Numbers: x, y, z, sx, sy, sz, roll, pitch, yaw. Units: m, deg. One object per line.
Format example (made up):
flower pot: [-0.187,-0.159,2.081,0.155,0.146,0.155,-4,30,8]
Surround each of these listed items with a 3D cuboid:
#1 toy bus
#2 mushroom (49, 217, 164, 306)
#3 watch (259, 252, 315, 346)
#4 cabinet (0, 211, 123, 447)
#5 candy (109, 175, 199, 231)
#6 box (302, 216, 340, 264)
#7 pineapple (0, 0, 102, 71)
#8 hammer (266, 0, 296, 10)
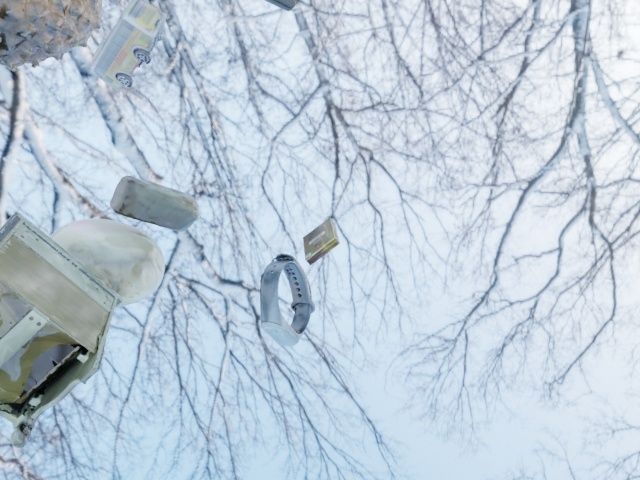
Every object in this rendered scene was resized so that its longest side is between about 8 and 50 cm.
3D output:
toy bus: [-0.439,-0.439,1.406,0.268,0.106,0.092,-21,-136,52]
mushroom: [-0.592,0.064,1.688,0.315,0.315,0.356,-49,-168,-28]
watch: [-0.080,0.147,1.495,0.069,0.206,0.192,-1,-120,24]
cabinet: [-0.576,0.161,1.173,0.227,0.290,0.318,-41,-158,5]
candy: [-0.439,-0.098,1.661,0.102,0.234,0.104,41,-74,48]
box: [0.000,0.000,1.487,0.090,0.023,0.133,-39,-159,11]
pineapple: [-0.398,-0.246,0.688,0.169,0.169,0.340,6,-146,20]
hammer: [-0.201,-0.520,1.187,0.111,0.366,0.043,-26,-119,45]
